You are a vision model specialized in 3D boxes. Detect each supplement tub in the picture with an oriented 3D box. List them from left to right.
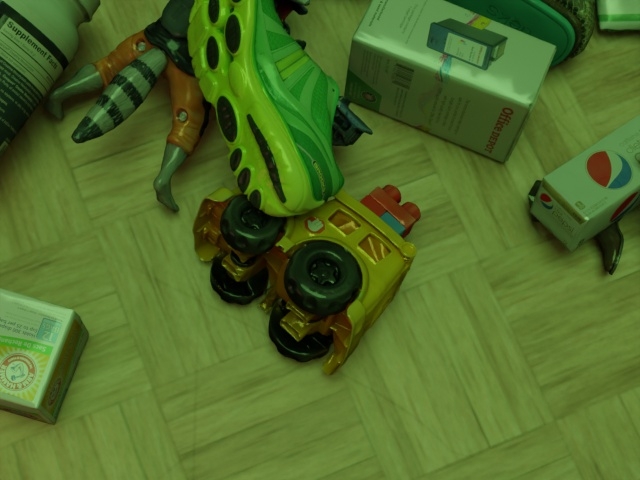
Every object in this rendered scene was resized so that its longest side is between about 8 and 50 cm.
[{"bbox_3d":[-0.389,-0.205,1.247,0.191,0.191,0.272,33,81,8],"label":"supplement tub"}]

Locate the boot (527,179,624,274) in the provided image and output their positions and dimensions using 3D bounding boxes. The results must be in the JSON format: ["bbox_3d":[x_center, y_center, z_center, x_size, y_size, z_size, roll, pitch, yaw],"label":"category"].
[{"bbox_3d":[0.292,-0.016,1.316,0.114,0.037,0.106,12,58,-2],"label":"boot"}]

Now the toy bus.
[{"bbox_3d":[0.000,0.000,1.249,0.220,0.149,0.211,39,61,13],"label":"toy bus"}]

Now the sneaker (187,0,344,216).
[{"bbox_3d":[-0.054,-0.166,1.195,0.123,0.109,0.295,-7,79,-47],"label":"sneaker"}]

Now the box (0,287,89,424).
[{"bbox_3d":[-0.365,0.109,1.204,0.203,0.103,0.114,15,71,2],"label":"box"}]

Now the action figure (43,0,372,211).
[{"bbox_3d":[-0.114,-0.198,1.275,0.341,0.178,0.330,39,92,23],"label":"action figure"}]

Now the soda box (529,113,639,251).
[{"bbox_3d":[0.345,-0.078,1.299,0.216,0.069,0.074,-32,66,-22],"label":"soda box"}]

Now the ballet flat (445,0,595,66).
[{"bbox_3d":[0.116,-0.373,1.349,0.483,0.164,0.182,24,56,-12],"label":"ballet flat"}]

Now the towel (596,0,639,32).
[{"bbox_3d":[0.454,-0.418,1.381,0.248,0.038,0.325,-1,101,-4],"label":"towel"}]

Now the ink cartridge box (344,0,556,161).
[{"bbox_3d":[0.144,-0.191,1.305,0.212,0.154,0.093,24,71,6],"label":"ink cartridge box"}]
